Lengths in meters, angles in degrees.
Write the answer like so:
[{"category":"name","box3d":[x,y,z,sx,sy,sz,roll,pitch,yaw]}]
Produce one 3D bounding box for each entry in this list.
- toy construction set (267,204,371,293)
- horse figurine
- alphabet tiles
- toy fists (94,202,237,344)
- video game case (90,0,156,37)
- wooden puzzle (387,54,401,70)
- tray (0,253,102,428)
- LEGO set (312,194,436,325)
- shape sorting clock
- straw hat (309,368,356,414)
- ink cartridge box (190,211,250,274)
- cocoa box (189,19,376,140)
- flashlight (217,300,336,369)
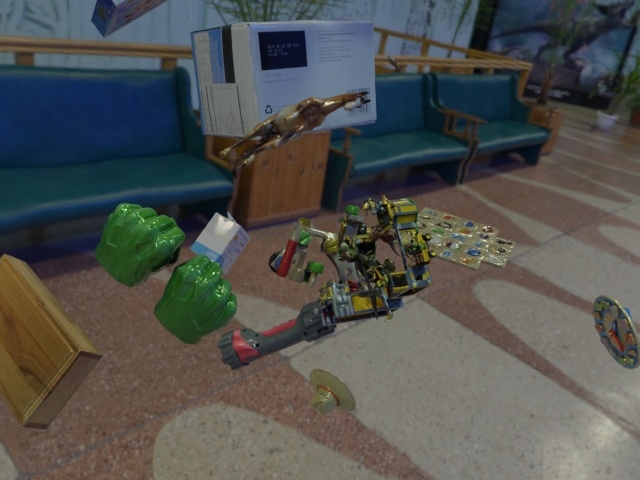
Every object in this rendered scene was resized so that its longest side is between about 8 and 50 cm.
[{"category":"toy construction set","box3d":[0.000,0.000,1.513,0.257,0.237,0.309,18,-2,18]},{"category":"horse figurine","box3d":[-0.062,-0.188,1.006,0.263,0.066,0.174,-20,16,45]},{"category":"alphabet tiles","box3d":[0.356,-0.012,1.635,0.343,0.011,0.285,19,29,20]},{"category":"toy fists","box3d":[-0.263,0.050,1.034,0.279,0.142,0.096,45,36,-1]},{"category":"video game case","box3d":[-0.440,-0.620,1.464,0.244,0.061,0.269,-41,19,-18]},{"category":"wooden puzzle","box3d":[0.253,-0.611,2.025,0.049,0.006,0.083,44,6,-47]},{"category":"tray","box3d":[-0.697,0.223,1.380,0.411,0.203,0.076,36,-3,32]},{"category":"LEGO set","box3d":[0.082,0.055,1.268,0.192,0.254,0.331,-6,-10,-21]},{"category":"shape sorting clock","box3d":[0.789,0.245,1.577,0.040,0.206,0.206,-17,29,-6]},{"category":"straw hat","box3d":[0.010,0.374,1.382,0.144,0.144,0.061,25,50,30]},{"category":"ink cartridge box","box3d":[-0.266,0.001,1.608,0.090,0.143,0.092,28,-15,21]},{"category":"cocoa box","box3d":[-0.076,-0.361,1.309,0.347,0.231,0.228,-18,22,-39]},{"category":"flashlight","box3d":[-0.111,0.233,1.498,0.304,0.103,0.103,-26,8,16]}]
